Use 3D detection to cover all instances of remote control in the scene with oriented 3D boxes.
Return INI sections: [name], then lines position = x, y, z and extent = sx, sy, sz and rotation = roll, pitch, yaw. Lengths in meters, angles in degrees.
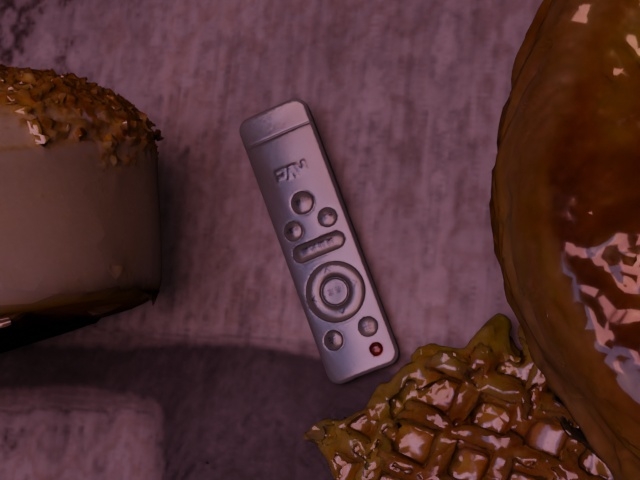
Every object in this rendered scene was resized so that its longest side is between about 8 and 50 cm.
[remote control]
position = 0.000, 0.000, 0.901
extent = 0.050, 0.027, 0.184
rotation = -23, 78, 14

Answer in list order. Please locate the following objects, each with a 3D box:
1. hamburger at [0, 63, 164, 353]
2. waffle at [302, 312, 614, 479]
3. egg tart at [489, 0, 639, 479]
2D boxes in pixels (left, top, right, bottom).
[hamburger]
position = -0.236, -0.013, 0.848
extent = 0.294, 0.276, 0.179
rotation = -18, 85, 9
[waffle]
position = 0.119, 0.167, 0.816
extent = 0.254, 0.052, 0.245
rotation = -27, 71, 10
[egg tart]
position = 0.307, -0.028, 0.714
extent = 0.443, 0.178, 0.443
rotation = -6, 75, 24
